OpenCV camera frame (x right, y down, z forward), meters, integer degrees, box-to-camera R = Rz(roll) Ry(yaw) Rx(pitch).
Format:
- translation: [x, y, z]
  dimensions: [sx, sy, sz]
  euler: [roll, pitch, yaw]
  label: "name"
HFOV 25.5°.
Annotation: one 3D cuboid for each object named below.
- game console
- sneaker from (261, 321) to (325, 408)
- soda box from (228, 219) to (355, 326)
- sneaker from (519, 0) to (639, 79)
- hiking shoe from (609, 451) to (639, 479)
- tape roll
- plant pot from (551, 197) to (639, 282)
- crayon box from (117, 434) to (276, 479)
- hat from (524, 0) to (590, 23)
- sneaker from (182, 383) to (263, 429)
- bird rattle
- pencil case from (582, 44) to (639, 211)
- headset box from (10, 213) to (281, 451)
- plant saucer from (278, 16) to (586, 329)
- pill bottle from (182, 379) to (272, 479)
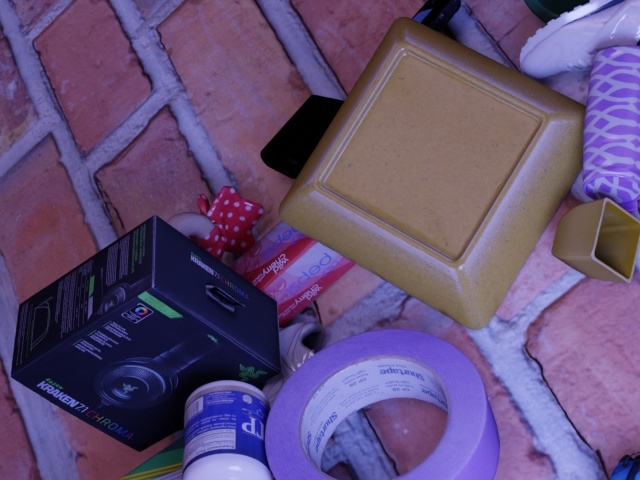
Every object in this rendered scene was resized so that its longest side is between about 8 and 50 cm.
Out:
- translation: [0.066, -0.231, 2.052]
  dimensions: [0.361, 0.044, 0.213]
  euler: [-48, 22, -7]
  label: "game console"
- translation: [-0.024, 0.201, 1.888]
  dimensions: [0.115, 0.090, 0.232]
  euler: [-24, 54, 21]
  label: "sneaker"
- translation: [0.000, 0.000, 1.978]
  dimensions: [0.263, 0.092, 0.083]
  euler: [-42, 47, 11]
  label: "soda box"
- translation: [0.368, -0.261, 1.855]
  dimensions: [0.235, 0.090, 0.095]
  euler: [-28, 77, 32]
  label: "sneaker"
- translation: [0.379, 0.259, 1.522]
  dimensions: [0.304, 0.113, 0.132]
  euler: [-45, 47, 8]
  label: "hiking shoe"
- translation: [0.075, 0.241, 1.721]
  dimensions: [0.275, 0.090, 0.275]
  euler: [-11, 45, 11]
  label: "tape roll"
- translation: [0.332, 0.003, 1.733]
  dimensions: [0.083, 0.081, 0.081]
  euler: [-6, 61, 49]
  label: "plant pot"
- translation: [-0.148, 0.425, 1.768]
  dimensions: [0.313, 0.106, 0.363]
  euler: [-33, 45, -12]
  label: "crayon box"
- translation: [0.374, -0.409, 1.969]
  dimensions: [0.173, 0.183, 0.208]
  euler: [-2, 108, 27]
  label: "hat"
- translation: [-0.164, 0.203, 2.007]
  dimensions: [0.192, 0.064, 0.086]
  euler: [-24, 58, 29]
  label: "sneaker"
- translation: [-0.178, 0.039, 2.033]
  dimensions: [0.143, 0.207, 0.253]
  euler: [23, 90, 25]
  label: "bird rattle"
- translation: [0.376, -0.146, 1.775]
  dimensions: [0.086, 0.088, 0.206]
  euler: [-2, 63, 29]
  label: "pencil case"
- translation: [-0.221, 0.126, 1.878]
  dimensions: [0.283, 0.246, 0.131]
  euler: [-31, 41, 25]
  label: "headset box"
- translation: [0.148, -0.104, 1.845]
  dimensions: [0.333, 0.081, 0.332]
  euler: [30, 86, 19]
  label: "plant saucer"
- translation: [-0.115, 0.276, 1.743]
  dimensions: [0.112, 0.112, 0.186]
  euler: [-28, 39, 22]
  label: "pill bottle"
